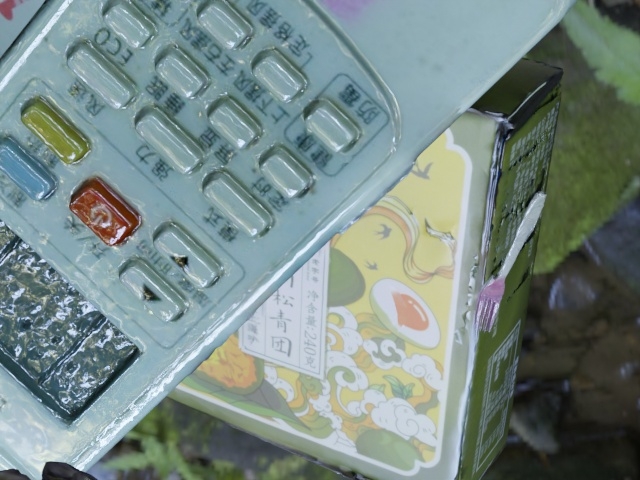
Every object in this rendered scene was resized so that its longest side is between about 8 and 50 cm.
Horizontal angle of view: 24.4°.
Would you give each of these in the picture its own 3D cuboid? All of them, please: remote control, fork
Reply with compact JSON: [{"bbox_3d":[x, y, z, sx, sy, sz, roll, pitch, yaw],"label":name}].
[{"bbox_3d":[-0.060,-0.036,0.576,0.145,0.050,0.344,43,121,-4],"label":"remote control"},{"bbox_3d":[0.119,0.012,0.930,0.016,0.012,0.115,2,130,-20],"label":"fork"}]

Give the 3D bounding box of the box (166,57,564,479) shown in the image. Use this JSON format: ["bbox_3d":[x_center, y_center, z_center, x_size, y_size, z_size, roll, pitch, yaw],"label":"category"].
[{"bbox_3d":[0.000,0.000,1.326,0.373,0.138,0.420,20,126,24],"label":"box"}]

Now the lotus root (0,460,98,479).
[{"bbox_3d":[-0.103,0.194,0.289,0.272,0.192,0.272,9,106,33],"label":"lotus root"}]

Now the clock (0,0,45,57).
[{"bbox_3d":[-0.183,-0.167,0.759,0.265,0.108,0.324,-31,109,-19],"label":"clock"}]
